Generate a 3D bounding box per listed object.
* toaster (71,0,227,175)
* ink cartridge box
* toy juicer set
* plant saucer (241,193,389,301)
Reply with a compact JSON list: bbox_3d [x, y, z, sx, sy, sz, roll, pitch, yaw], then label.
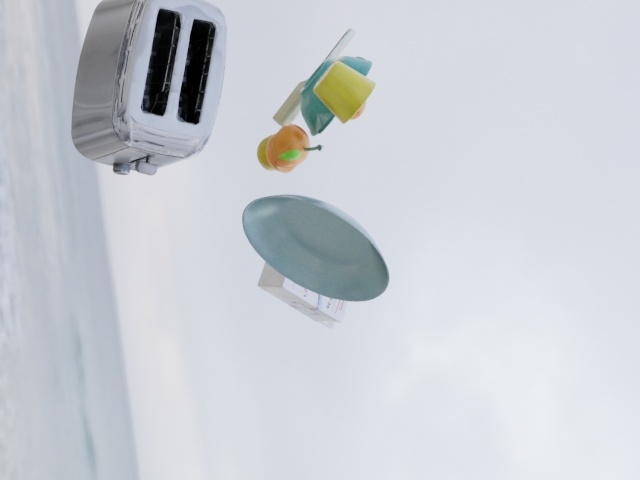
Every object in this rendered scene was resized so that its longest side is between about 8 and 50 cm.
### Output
[{"bbox_3d":[-0.181,-0.182,1.283,0.146,0.129,0.227,5,-97,59],"label":"toaster"},{"bbox_3d":[-0.006,0.068,2.054,0.067,0.198,0.115,0,-115,44],"label":"ink cartridge box"},{"bbox_3d":[0.000,-0.180,1.698,0.209,0.089,0.329,-49,-169,16],"label":"toy juicer set"},{"bbox_3d":[0.000,0.000,1.422,0.037,0.195,0.195,-60,169,-30],"label":"plant saucer"}]
